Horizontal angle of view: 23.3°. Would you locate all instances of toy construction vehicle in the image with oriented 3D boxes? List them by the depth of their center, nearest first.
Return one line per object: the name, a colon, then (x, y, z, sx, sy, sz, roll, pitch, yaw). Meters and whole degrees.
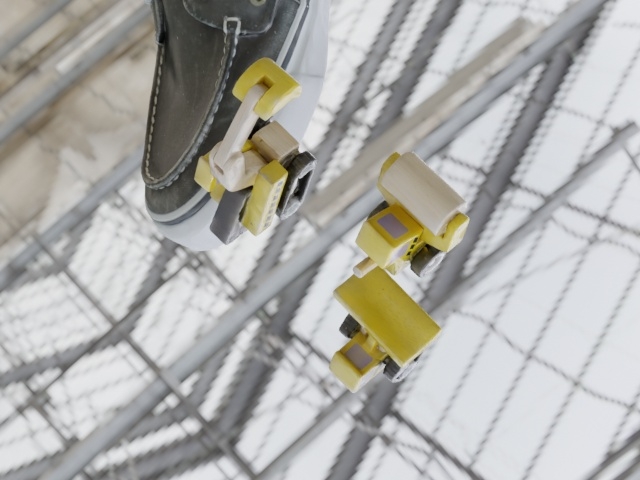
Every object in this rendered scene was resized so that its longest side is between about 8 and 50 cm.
toy construction vehicle: (0.000, 0.000, 0.453, 0.035, 0.086, 0.098, -38, 167, -26)

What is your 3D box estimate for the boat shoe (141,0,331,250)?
boat shoe: (-0.060, -0.164, 0.961, 0.121, 0.119, 0.335, -1, -111, 49)
